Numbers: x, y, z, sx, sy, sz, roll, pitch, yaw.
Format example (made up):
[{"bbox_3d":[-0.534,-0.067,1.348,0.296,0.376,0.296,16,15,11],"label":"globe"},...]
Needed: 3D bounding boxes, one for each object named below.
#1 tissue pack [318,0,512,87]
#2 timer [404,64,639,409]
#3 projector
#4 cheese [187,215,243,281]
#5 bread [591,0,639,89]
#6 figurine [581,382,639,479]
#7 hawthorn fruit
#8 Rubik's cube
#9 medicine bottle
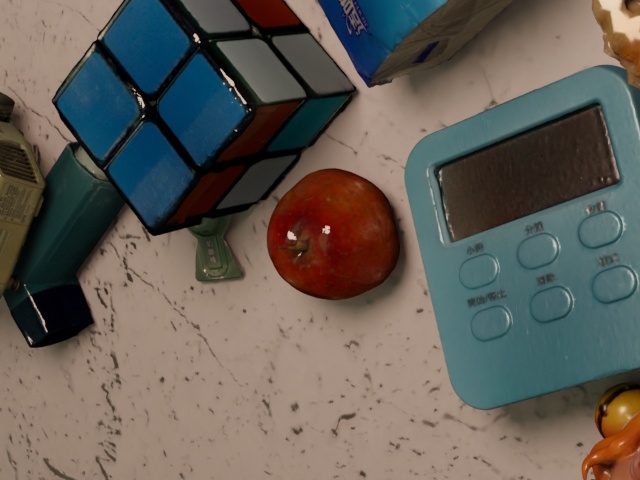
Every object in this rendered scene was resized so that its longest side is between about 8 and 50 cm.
[{"bbox_3d":[0.050,-0.287,1.121,0.270,0.137,0.209,62,149,6],"label":"tissue pack"},{"bbox_3d":[0.190,-0.002,1.147,0.231,0.091,0.250,-23,83,34],"label":"timer"},{"bbox_3d":[-0.386,-0.069,1.454,0.269,0.088,0.194,37,108,44],"label":"projector"},{"bbox_3d":[-0.115,-0.019,1.372,0.067,0.026,0.121,-6,96,34],"label":"cheese"},{"bbox_3d":[0.366,-0.153,0.913,0.279,0.248,0.315,-41,81,33],"label":"bread"},{"bbox_3d":[0.316,0.224,1.047,0.320,0.196,0.323,-103,31,-47],"label":"figurine"},{"bbox_3d":[0.008,0.003,1.246,0.125,0.140,0.125,9,132,10],"label":"hawthorn fruit"},{"bbox_3d":[-0.106,-0.131,1.254,0.167,0.180,0.183,52,123,12],"label":"Rubik's cube"},{"bbox_3d":[-0.259,-0.010,1.435,0.124,0.079,0.258,48,120,21],"label":"medicine bottle"}]
